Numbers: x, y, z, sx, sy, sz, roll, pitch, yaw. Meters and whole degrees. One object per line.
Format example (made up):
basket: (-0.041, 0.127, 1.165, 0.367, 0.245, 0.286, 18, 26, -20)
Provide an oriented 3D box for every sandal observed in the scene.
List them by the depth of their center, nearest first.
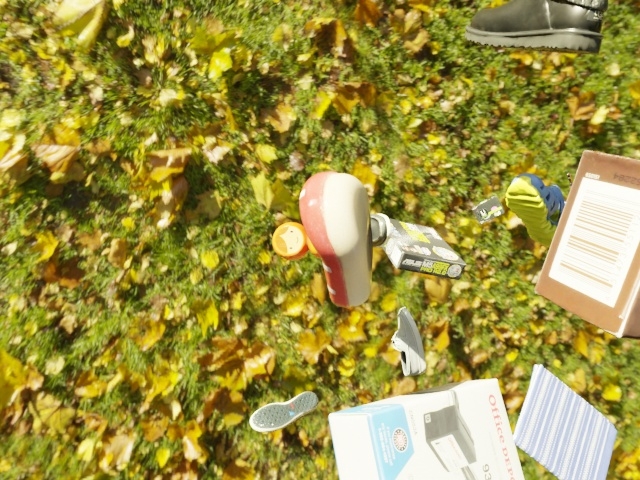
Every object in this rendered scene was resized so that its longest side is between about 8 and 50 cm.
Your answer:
sandal: (0.626, -0.104, 1.514, 0.138, 0.126, 0.317, -56, 136, -6)

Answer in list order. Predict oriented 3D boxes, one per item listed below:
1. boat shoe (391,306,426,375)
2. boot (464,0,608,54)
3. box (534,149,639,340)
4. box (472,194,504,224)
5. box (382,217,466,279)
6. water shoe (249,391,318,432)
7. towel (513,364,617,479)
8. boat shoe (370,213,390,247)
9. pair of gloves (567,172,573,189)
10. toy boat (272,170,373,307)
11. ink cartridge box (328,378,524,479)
boat shoe: (0.264, 0.319, 1.652, 0.081, 0.079, 0.227, -18, 105, -8)
boot: (0.457, -0.524, 1.091, 0.131, 0.348, 0.260, -6, 113, -32)
box: (0.479, 0.025, 0.665, 0.382, 0.143, 0.191, 8, 105, -24)
box: (0.541, -0.099, 1.725, 0.083, 0.052, 0.062, -29, 90, 24)
box: (0.301, 0.019, 1.691, 0.216, 0.270, 0.060, 11, 113, -17)
water shoe: (-0.097, 0.482, 1.466, 0.203, 0.073, 0.080, -12, 144, -27)
towel: (0.666, 0.527, 1.456, 0.336, 0.040, 0.243, 39, 60, -12)
boat shoe: (0.096, -0.021, 1.313, 0.079, 0.233, 0.084, -5, 92, -24)
pair of gloves: (0.727, -0.151, 1.546, 0.010, 0.083, 0.074, -14, 144, 30)
toy boat: (0.000, 0.000, 0.821, 0.151, 0.151, 0.231, -1, 143, 9)
ink cartridge box: (0.190, 0.378, 0.923, 0.308, 0.129, 0.223, -2, 74, -34)
